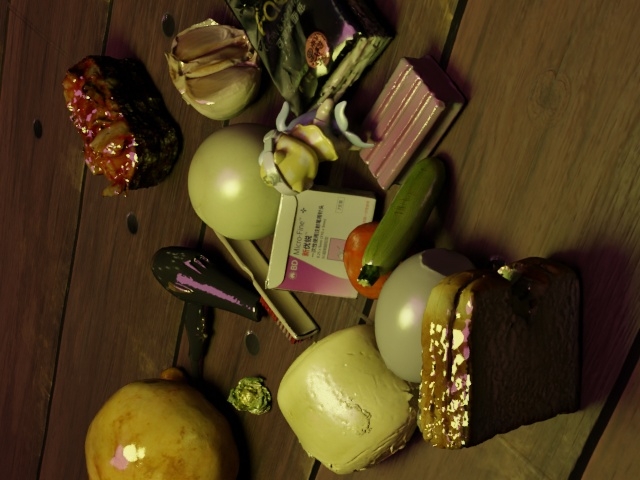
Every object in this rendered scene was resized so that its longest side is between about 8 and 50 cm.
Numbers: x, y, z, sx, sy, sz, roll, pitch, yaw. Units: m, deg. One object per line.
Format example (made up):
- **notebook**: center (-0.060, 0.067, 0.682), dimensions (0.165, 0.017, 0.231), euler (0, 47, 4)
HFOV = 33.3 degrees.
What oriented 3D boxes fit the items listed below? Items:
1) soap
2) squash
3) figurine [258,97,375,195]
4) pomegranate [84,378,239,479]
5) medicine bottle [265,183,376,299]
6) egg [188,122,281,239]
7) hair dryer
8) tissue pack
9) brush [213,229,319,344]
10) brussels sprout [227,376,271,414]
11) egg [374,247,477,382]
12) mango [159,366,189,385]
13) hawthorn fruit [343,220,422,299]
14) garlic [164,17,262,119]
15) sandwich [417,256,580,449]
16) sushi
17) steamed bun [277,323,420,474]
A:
- **soap**: center (0.141, -0.193, 1.757), dimensions (0.122, 0.066, 0.203), euler (58, 136, 25)
- **squash**: center (0.131, -0.027, 1.722), dimensions (0.066, 0.066, 0.252), euler (16, 68, 47)
- **figurine**: center (-0.020, -0.160, 1.789), dimensions (0.209, 0.183, 0.128), euler (-18, 122, 36)
- **pomegranate**: center (-0.332, 0.454, 2.306), dimensions (0.338, 0.338, 0.338), euler (15, 109, 48)
- **medicine bottle**: center (0.000, 0.000, 1.897), dimensions (0.052, 0.171, 0.201), euler (-99, 19, -67)
- **egg**: center (-0.136, -0.109, 1.980), dimensions (0.269, 0.219, 0.219), euler (166, 93, -84)
- **hair dryer**: center (-0.237, 0.192, 2.302), dimensions (0.304, 0.120, 0.359), euler (24, 127, 29)
- **tissue pack**: center (-0.040, -0.399, 1.882), dimensions (0.245, 0.123, 0.332), euler (-48, 62, 41)
- **brush**: center (-0.114, 0.082, 2.132), dimensions (0.321, 0.060, 0.050), euler (52, 144, 29)
- **brussels sprout**: center (-0.140, 0.326, 2.222), dimensions (0.085, 0.058, 0.085), euler (-4, 79, 21)
- **egg**: center (0.173, 0.125, 1.706), dimensions (0.176, 0.176, 0.231), euler (48, 134, 32)
- **mango**: center (-0.340, 0.344, 2.455), dimensions (0.080, 0.060, 0.114), euler (26, 122, 47)
- **hawthorn fruit**: center (0.098, 0.029, 1.811), dimensions (0.138, 0.133, 0.132), euler (37, 126, 51)
- **garlic**: center (-0.196, -0.314, 2.085), dimensions (0.142, 0.178, 0.229), euler (76, 173, -48)
- **sandwich**: center (0.262, 0.153, 1.534), dimensions (0.095, 0.273, 0.248), euler (13, 107, 48)
- **sushi**: center (-0.447, -0.243, 2.358), dimensions (0.343, 0.182, 0.196), euler (62, 144, 24)
- **steamed bun**: center (0.045, 0.289, 1.894), dimensions (0.273, 0.166, 0.232), euler (-45, 64, 38)
